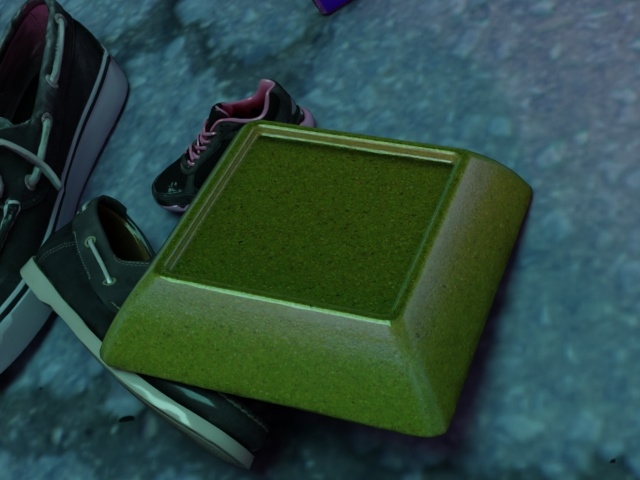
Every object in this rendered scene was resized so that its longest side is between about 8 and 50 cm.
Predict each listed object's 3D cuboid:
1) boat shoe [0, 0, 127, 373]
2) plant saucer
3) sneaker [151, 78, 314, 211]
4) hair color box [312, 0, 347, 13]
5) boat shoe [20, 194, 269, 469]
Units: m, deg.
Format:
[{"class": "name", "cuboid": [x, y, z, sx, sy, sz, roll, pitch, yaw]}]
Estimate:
[{"class": "boat shoe", "cuboid": [-0.223, -0.044, 0.778, 0.113, 0.105, 0.306, -1, 54, 30]}, {"class": "plant saucer", "cuboid": [0.000, 0.000, 0.595, 0.188, 0.045, 0.188, 10, 46, 20]}, {"class": "sneaker", "cuboid": [-0.066, -0.065, 0.738, 0.119, 0.057, 0.047, -32, 47, 6]}, {"class": "hair color box", "cuboid": [0.093, -0.335, 0.833, 0.338, 0.110, 0.185, -33, 46, 5]}, {"class": "boat shoe", "cuboid": [-0.096, 0.045, 0.645, 0.079, 0.084, 0.233, -47, 44, -5]}]
